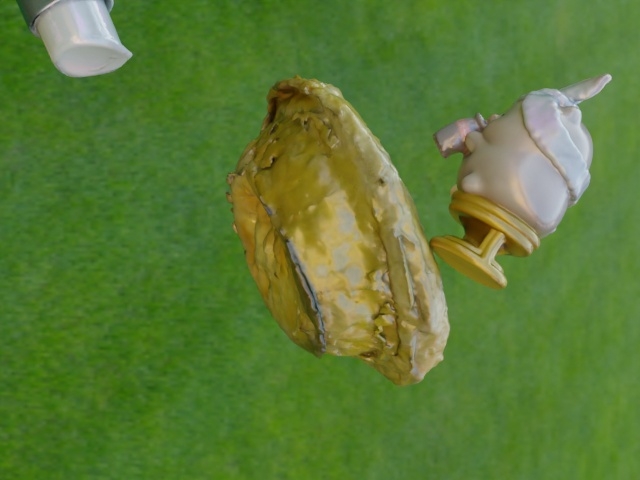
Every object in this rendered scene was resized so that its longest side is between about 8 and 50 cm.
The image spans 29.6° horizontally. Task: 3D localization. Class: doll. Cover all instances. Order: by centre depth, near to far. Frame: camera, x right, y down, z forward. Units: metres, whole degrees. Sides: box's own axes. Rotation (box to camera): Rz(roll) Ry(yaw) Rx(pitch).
[{"bbox_3d":[0.101,-0.044,0.640,0.127,0.084,0.073,-57,168,-7],"label":"doll"}]

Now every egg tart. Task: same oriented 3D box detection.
[{"bbox_3d":[0.000,0.000,0.695,0.074,0.191,0.191,-22,116,-15],"label":"egg tart"}]

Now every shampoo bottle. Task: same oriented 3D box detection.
[{"bbox_3d":[-0.162,-0.180,0.665,0.074,0.074,0.192,1,63,-63],"label":"shampoo bottle"}]
